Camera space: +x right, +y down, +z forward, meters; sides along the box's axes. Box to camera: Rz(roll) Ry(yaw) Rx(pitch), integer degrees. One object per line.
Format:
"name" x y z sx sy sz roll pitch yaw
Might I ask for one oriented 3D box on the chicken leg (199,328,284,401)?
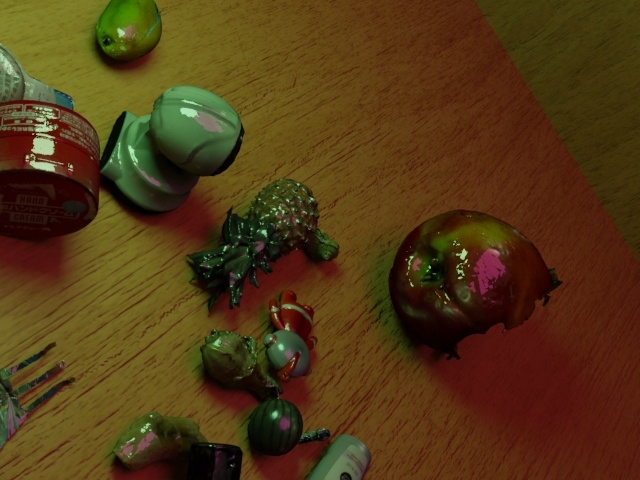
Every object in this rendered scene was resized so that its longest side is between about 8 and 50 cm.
"chicken leg" -0.147 0.242 1.785 0.227 0.088 0.103 38 19 -39

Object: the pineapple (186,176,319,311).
"pineapple" -0.138 0.001 1.885 0.166 0.165 0.364 54 43 -7

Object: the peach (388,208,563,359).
"peach" 0.370 0.096 2.210 0.416 0.339 0.353 20 54 -43

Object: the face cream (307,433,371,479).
"face cream" 0.013 0.501 1.805 0.107 0.073 0.269 45 43 -6

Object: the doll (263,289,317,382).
"doll" -0.060 0.203 1.888 0.142 0.076 0.245 40 32 -22

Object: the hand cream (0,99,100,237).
"hand cream" -0.478 -0.117 1.542 0.230 0.230 0.149 18 55 -39

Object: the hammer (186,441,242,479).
"hammer" -0.315 0.441 1.481 0.408 0.095 0.243 10 76 -31

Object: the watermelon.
"watermelon" -0.084 0.342 1.764 0.105 0.105 0.133 20 68 -37

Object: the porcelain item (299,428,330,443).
"porcelain item" -0.015 0.386 1.839 0.136 0.075 0.021 2 65 -45

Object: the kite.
"kite" -0.489 0.245 1.462 0.245 0.015 0.141 -34 103 -53

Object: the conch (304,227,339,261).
"conch" 0.000 0.000 2.082 0.121 0.074 0.089 -107 178 -46

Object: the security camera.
"security camera" -0.269 -0.184 1.757 0.191 0.277 0.197 34 46 -26

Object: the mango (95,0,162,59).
"mango" -0.389 -0.453 1.927 0.125 0.111 0.233 54 27 -26

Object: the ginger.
"ginger" -0.276 0.347 1.597 0.190 0.069 0.095 11 57 -41

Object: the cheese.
"cheese" -0.568 -0.276 1.661 0.286 0.074 0.189 22 53 -41
